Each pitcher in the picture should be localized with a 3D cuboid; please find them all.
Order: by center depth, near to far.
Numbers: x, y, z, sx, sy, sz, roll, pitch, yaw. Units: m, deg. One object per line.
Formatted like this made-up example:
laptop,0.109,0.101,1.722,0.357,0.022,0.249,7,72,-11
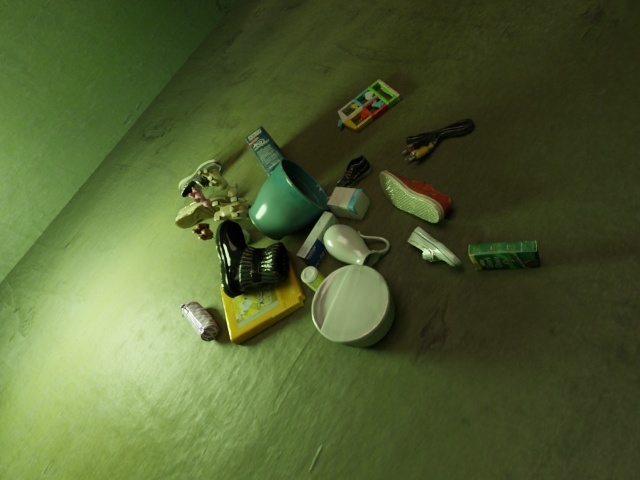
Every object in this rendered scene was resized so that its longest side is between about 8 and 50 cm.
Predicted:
pitcher,0.129,0.016,1.610,0.178,0.125,0.207,-36,54,-22

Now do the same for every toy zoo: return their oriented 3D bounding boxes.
toy zoo,0.203,-0.607,2.047,0.293,0.030,0.192,-38,47,5

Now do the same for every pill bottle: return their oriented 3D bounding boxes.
pill bottle,-0.015,0.146,1.596,0.065,0.116,0.065,-16,52,22

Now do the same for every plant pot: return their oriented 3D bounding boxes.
plant pot,-0.142,-0.146,1.801,0.255,0.272,0.271,-42,45,20

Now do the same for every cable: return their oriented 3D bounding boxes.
cable,0.453,-0.399,1.747,0.287,0.072,0.139,-22,32,2

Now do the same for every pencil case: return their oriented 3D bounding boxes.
pencil case,-0.486,0.321,1.791,0.206,0.088,0.086,32,81,41

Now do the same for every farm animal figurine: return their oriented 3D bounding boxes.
farm animal figurine,-0.427,-0.151,2.016,0.327,0.172,0.330,10,91,25

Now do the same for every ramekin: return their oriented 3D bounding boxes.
ramekin,0.117,0.223,1.453,0.273,0.127,0.272,-16,53,22

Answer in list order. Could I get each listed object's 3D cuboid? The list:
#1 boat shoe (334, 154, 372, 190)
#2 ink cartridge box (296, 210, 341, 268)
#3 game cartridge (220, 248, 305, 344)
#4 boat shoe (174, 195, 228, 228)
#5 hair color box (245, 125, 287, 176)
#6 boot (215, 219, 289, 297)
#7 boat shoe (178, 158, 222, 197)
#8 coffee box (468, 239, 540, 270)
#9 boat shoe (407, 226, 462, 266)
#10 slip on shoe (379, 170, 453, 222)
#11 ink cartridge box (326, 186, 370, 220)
boat shoe,0.120,-0.275,1.829,0.183,0.083,0.065,-38,47,4
ink cartridge box,0.000,0.000,1.703,0.046,0.097,0.207,20,71,40
game cartridge,-0.231,0.209,1.734,0.324,0.052,0.285,-33,47,10
boat shoe,-0.585,-0.158,2.180,0.302,0.109,0.098,-24,48,21
hair color box,-0.211,-0.366,2.040,0.105,0.174,0.347,-37,47,4
boot,-0.262,0.039,1.744,0.260,0.131,0.347,-24,64,22
boat shoe,-0.623,-0.317,2.322,0.285,0.103,0.092,-29,53,17
coffee box,0.544,0.047,1.319,0.184,0.113,0.040,-4,60,28
boat shoe,0.372,0.038,1.466,0.075,0.083,0.226,-51,35,8
slip on shoe,0.337,-0.170,1.612,0.101,0.123,0.331,-31,43,-22
ink cartridge box,0.103,-0.147,1.744,0.143,0.092,0.089,12,66,37
